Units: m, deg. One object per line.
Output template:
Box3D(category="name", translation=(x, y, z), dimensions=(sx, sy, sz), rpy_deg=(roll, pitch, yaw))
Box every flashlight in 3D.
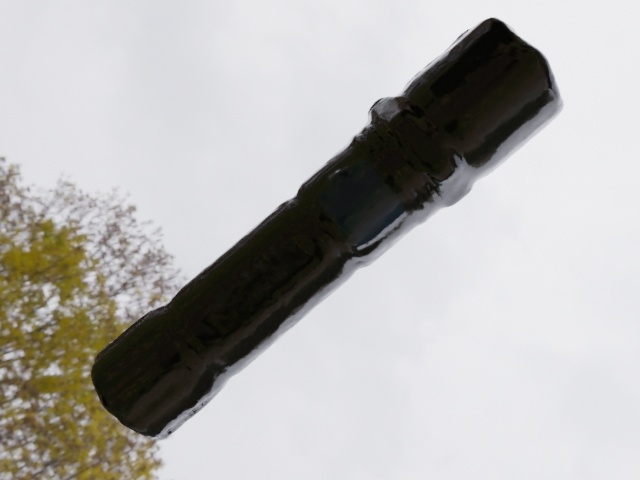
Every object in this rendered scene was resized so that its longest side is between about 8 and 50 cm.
Box3D(category="flashlight", translation=(0.000, 0.000, 0.686), dimensions=(0.424, 0.103, 0.103), rpy_deg=(-41, -103, 4))
